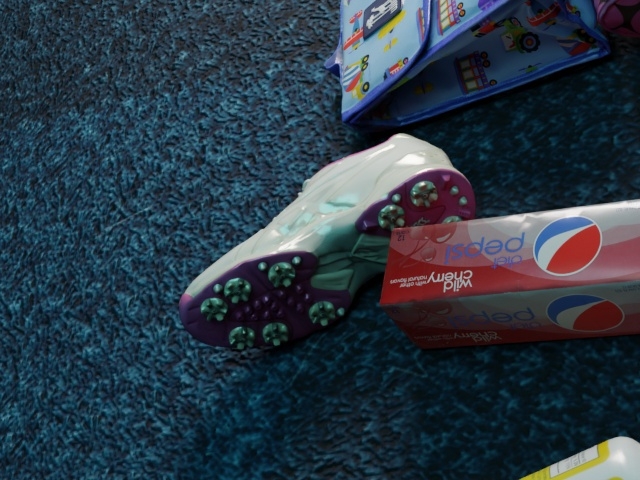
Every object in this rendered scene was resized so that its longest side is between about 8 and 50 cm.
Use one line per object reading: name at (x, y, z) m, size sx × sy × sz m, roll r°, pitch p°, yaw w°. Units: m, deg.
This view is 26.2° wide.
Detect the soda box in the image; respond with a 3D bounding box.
soda box at (0.189, 0.032, 1.193) m, size 0.263 × 0.092 × 0.083 m, roll -8°, pitch 55°, yaw 28°

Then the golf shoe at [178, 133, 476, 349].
golf shoe at (0.000, 0.000, 1.340) m, size 0.306 × 0.115 × 0.140 m, roll -26°, pitch 36°, yaw 5°

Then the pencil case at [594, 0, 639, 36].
pencil case at (0.317, -0.294, 1.358) m, size 0.095 × 0.098 × 0.209 m, roll -24°, pitch 48°, yaw 41°

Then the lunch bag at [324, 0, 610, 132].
lunch bag at (0.130, -0.243, 1.435) m, size 0.293 × 0.138 × 0.221 m, roll -27°, pitch 46°, yaw 30°

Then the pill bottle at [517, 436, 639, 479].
pill bottle at (0.205, 0.219, 1.026) m, size 0.208 × 0.119 × 0.119 m, roll -27°, pitch 47°, yaw 13°
